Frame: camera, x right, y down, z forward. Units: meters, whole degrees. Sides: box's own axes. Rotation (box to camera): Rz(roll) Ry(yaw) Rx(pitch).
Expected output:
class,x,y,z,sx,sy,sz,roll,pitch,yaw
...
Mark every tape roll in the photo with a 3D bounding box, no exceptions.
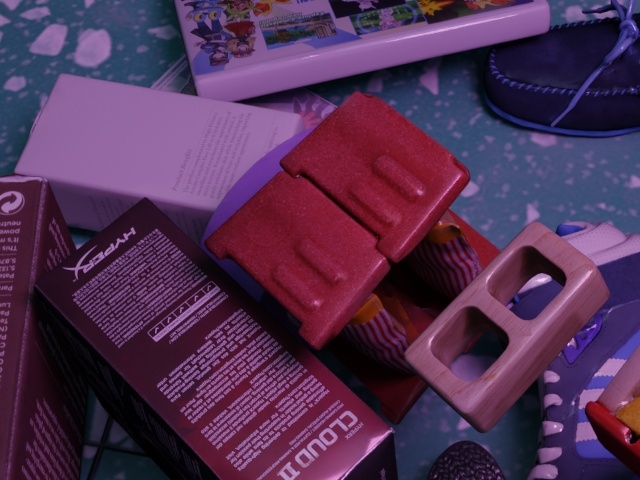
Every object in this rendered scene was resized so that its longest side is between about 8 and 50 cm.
class,x,y,z,sx,sy,sz,roll,pitch,yaw
tape roll,0.000,0.000,1.047,0.189,0.189,0.080,-35,61,-17

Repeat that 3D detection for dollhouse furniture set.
class,x,y,z,sx,sy,sz,roll,pitch,yaw
dollhouse furniture set,0.120,0.086,0.844,0.152,0.201,0.374,-47,58,-3

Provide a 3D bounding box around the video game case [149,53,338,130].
class,x,y,z,sx,sy,sz,roll,pitch,yaw
video game case,-0.101,-0.089,1.210,0.183,0.023,0.201,32,64,21

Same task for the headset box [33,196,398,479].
class,x,y,z,sx,sy,sz,roll,pitch,yaw
headset box,-0.057,0.140,0.944,0.110,0.218,0.293,-40,62,-17

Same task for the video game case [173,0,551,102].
class,x,y,z,sx,sy,sz,roll,pitch,yaw
video game case,0.019,-0.257,1.259,0.329,0.036,0.300,-13,42,-5

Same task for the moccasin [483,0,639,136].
class,x,y,z,sx,sy,sz,roll,pitch,yaw
moccasin,0.320,-0.181,1.182,0.341,0.117,0.138,-5,57,3

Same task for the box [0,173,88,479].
class,x,y,z,sx,sy,sz,roll,pitch,yaw
box,-0.264,0.161,0.964,0.143,0.191,0.381,-4,56,2

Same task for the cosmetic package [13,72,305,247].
class,x,y,z,sx,sy,sz,roll,pitch,yaw
cosmetic package,-0.136,-0.063,1.135,0.231,0.085,0.117,11,59,13

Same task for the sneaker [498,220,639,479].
class,x,y,z,sx,sy,sz,roll,pitch,yaw
sneaker,0.179,0.121,0.988,0.236,0.130,0.323,36,64,21

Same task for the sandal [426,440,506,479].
class,x,y,z,sx,sy,sz,roll,pitch,yaw
sandal,0.125,0.242,0.978,0.067,0.040,0.179,-17,72,-1
